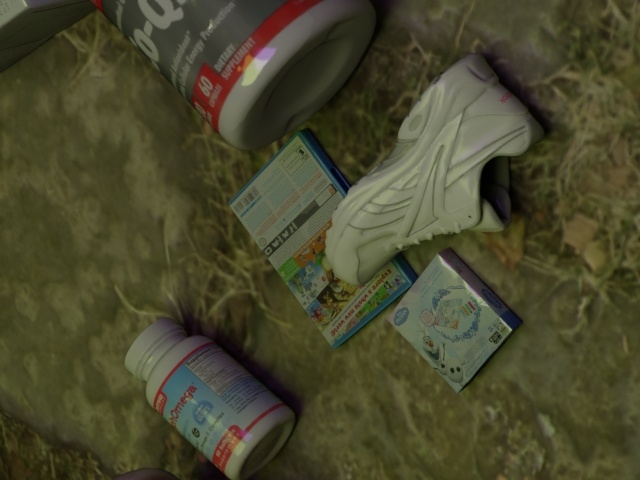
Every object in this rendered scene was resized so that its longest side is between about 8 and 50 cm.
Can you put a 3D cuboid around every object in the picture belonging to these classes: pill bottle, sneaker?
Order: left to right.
[{"bbox_3d":[-0.104,-0.223,1.217,0.283,0.161,0.161,46,129,14],"label":"pill bottle"},{"bbox_3d":[-0.108,0.147,1.416,0.160,0.087,0.087,39,127,20],"label":"pill bottle"},{"bbox_3d":[0.090,-0.031,1.191,0.115,0.090,0.232,42,126,10],"label":"sneaker"}]

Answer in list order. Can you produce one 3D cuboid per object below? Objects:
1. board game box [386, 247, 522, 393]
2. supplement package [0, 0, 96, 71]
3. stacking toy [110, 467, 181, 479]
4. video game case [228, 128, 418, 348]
[{"bbox_3d":[0.112,0.068,1.259,0.090,0.020,0.090,46,129,13],"label":"board game box"},{"bbox_3d":[-0.316,-0.241,1.388,0.244,0.139,0.134,-22,92,42],"label":"supplement package"},{"bbox_3d":[0.004,0.400,1.332,0.480,0.350,0.351,4,110,20],"label":"stacking toy"},{"bbox_3d":[0.000,0.000,1.322,0.166,0.015,0.119,54,130,8],"label":"video game case"}]
